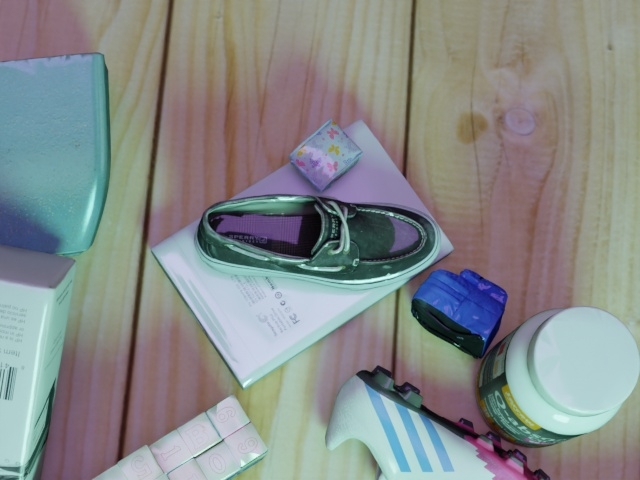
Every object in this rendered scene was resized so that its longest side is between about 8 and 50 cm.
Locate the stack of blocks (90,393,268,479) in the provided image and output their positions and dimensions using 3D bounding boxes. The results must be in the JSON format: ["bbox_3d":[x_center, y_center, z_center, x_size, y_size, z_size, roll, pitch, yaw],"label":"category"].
[{"bbox_3d":[-0.215,0.312,1.599,0.297,0.171,0.087,-30,81,-13],"label":"stack of blocks"}]

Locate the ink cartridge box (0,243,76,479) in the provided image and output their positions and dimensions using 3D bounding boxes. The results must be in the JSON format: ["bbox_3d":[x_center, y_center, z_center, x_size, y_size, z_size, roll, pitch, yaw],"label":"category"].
[{"bbox_3d":[-0.477,0.199,1.529,0.286,0.166,0.394,11,101,-2],"label":"ink cartridge box"}]

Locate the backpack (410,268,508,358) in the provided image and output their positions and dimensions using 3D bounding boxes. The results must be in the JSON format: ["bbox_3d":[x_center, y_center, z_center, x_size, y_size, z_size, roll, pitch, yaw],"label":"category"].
[{"bbox_3d":[0.190,0.092,1.739,0.120,0.098,0.101,28,65,15],"label":"backpack"}]

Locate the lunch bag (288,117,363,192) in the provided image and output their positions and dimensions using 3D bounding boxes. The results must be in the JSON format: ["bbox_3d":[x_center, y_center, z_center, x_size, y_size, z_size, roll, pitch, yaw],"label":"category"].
[{"bbox_3d":[0.004,-0.114,1.746,0.071,0.053,0.083,45,66,5],"label":"lunch bag"}]

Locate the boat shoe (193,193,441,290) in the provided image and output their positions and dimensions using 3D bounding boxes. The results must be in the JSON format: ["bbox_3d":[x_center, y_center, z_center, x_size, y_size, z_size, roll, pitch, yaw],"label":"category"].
[{"bbox_3d":[0.000,0.000,1.679,0.335,0.119,0.121,-2,75,-6],"label":"boat shoe"}]

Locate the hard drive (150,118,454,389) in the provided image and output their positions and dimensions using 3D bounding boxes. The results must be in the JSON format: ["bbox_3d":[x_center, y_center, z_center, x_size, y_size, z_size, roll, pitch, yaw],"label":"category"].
[{"bbox_3d":[-0.024,0.015,1.760,0.353,0.047,0.233,-33,81,-12],"label":"hard drive"}]

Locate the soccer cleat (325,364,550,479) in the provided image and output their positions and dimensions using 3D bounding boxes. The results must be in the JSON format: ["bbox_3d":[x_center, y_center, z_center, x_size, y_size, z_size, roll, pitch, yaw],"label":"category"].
[{"bbox_3d":[0.158,0.301,1.685,0.331,0.116,0.143,32,94,3],"label":"soccer cleat"}]

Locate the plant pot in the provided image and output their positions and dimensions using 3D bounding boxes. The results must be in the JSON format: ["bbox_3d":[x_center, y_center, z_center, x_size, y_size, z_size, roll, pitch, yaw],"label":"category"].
[{"bbox_3d":[-0.392,-0.099,1.659,0.247,0.248,0.252,-6,93,-8],"label":"plant pot"}]

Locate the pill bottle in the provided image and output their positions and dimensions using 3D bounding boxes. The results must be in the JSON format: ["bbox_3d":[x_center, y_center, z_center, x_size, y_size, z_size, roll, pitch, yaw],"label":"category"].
[{"bbox_3d":[0.304,0.176,1.631,0.162,0.278,0.162,1,75,-5],"label":"pill bottle"}]
